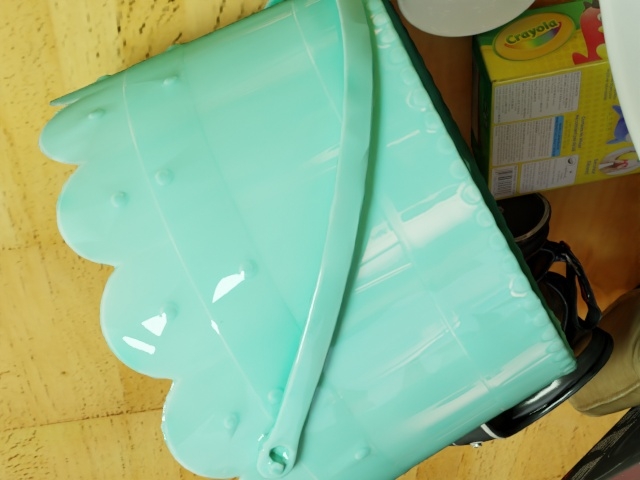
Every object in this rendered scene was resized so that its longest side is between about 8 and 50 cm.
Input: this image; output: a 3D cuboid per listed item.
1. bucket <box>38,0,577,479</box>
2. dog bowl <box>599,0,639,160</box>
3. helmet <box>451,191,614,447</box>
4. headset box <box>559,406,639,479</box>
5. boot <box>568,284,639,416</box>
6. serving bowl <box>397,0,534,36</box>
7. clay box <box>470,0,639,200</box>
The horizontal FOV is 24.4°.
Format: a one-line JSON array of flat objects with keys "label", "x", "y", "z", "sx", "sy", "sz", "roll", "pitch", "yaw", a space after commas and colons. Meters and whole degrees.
[{"label": "bucket", "x": 0.000, "y": 0.000, "z": 0.780, "sx": 0.183, "sy": 0.281, "sz": 0.281, "roll": -28, "pitch": 144, "yaw": 7}, {"label": "dog bowl", "x": 0.217, "y": -0.124, "z": 0.657, "sx": 0.104, "sy": 0.265, "sz": 0.265, "roll": -8, "pitch": 147, "yaw": -8}, {"label": "helmet", "x": 0.090, "y": 0.053, "z": 0.964, "sx": 0.161, "sy": 0.169, "sz": 0.169, "roll": -32, "pitch": 147, "yaw": -8}, {"label": "headset box", "x": 0.298, "y": 0.132, "z": 0.988, "sx": 0.218, "sy": 0.110, "sz": 0.293, "roll": -35, "pitch": 174, "yaw": -39}, {"label": "boot", "x": 0.275, "y": 0.025, "z": 1.016, "sx": 0.236, "sy": 0.089, "sz": 0.269, "roll": -39, "pitch": 174, "yaw": -5}, {"label": "serving bowl", "x": 0.079, "y": -0.148, "z": 0.795, "sx": 0.083, "sy": 0.027, "sz": 0.083, "roll": -8, "pitch": 147, "yaw": -5}, {"label": "clay box", "x": 0.203, "y": -0.096, "z": 0.885, "sx": 0.222, "sy": 0.053, "sz": 0.127, "roll": -12, "pitch": 149, "yaw": -2}]
